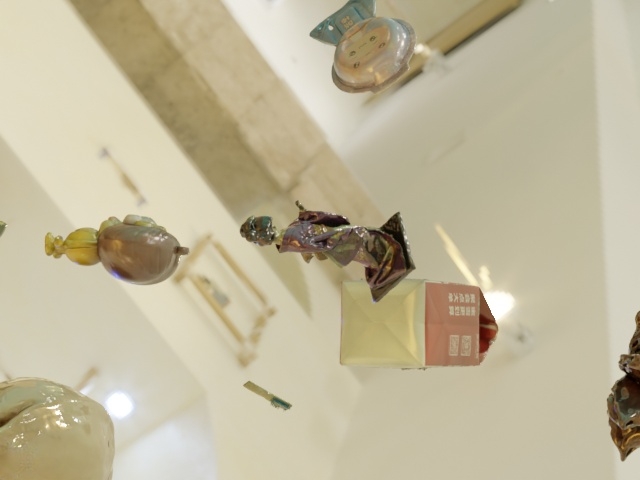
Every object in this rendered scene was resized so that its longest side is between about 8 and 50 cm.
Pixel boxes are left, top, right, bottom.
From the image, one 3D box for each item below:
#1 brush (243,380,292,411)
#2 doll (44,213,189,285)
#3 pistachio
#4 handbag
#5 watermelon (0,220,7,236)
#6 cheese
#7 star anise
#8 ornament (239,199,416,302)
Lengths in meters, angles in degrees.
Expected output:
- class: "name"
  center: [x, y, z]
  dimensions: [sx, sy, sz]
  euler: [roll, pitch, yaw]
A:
- class: "brush"
  center: [-0.078, 0.231, 1.913]
  dimensions: [0.016, 0.084, 0.013]
  euler: [-39, -151, 34]
- class: "doll"
  center: [-0.272, 0.007, 1.730]
  dimensions: [0.145, 0.188, 0.096]
  euler: [148, -50, -73]
- class: "pistachio"
  center: [-0.411, 0.296, 1.840]
  dimensions: [0.226, 0.207, 0.332]
  euler: [-27, 159, 3]
- class: "handbag"
  center: [0.167, 0.139, 2.176]
  dimensions: [0.171, 0.151, 0.298]
  euler: [-2, 176, 30]
- class: "watermelon"
  center: [-0.548, -0.017, 2.031]
  dimensions: [0.105, 0.105, 0.062]
  euler: [-158, -101, -79]
- class: "cheese"
  center: [0.063, -0.279, 1.838]
  dimensions: [0.135, 0.052, 0.244]
  euler: [-35, -142, 6]
- class: "star anise"
  center: [0.407, 0.170, 1.559]
  dimensions: [0.089, 0.231, 0.209]
  euler: [31, -110, 34]
- class: "ornament"
  center: [0.001, -0.006, 1.461]
  dimensions: [0.088, 0.203, 0.081]
  euler: [-48, -143, 40]
